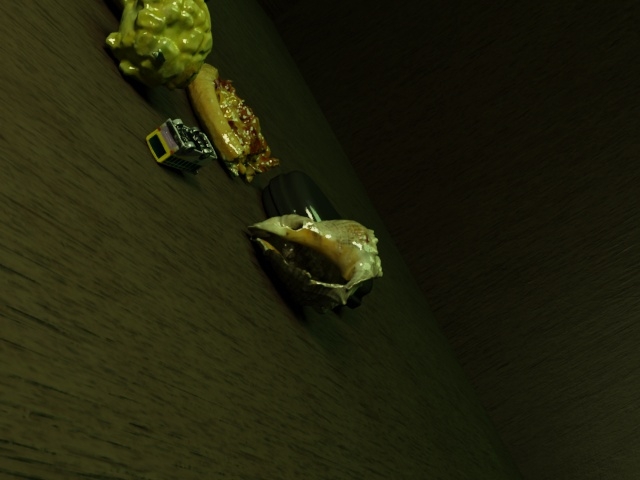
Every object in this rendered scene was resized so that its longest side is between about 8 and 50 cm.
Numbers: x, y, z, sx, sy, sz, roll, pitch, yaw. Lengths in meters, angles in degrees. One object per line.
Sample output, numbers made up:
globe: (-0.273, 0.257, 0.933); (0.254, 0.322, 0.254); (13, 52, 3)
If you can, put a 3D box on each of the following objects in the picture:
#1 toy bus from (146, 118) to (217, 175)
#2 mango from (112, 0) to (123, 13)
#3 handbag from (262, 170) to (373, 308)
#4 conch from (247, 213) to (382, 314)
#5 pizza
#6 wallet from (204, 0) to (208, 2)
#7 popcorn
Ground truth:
toy bus: (-0.195, -0.130, 1.239); (0.052, 0.058, 0.102); (61, 15, 15)
mango: (-0.318, -0.465, 1.465); (0.262, 0.130, 0.167); (51, 0, 7)
handbag: (0.001, -0.001, 1.716); (0.308, 0.093, 0.254); (51, 11, -35)
conch: (-0.007, 0.031, 1.424); (0.245, 0.163, 0.178); (23, 5, -18)
pizza: (-0.155, -0.210, 1.634); (0.229, 0.081, 0.290); (48, 12, -45)
wallet: (-0.266, -0.488, 1.558); (0.318, 0.045, 0.172); (-6, -62, 56)
popcorn: (-0.241, -0.307, 1.318); (0.142, 0.173, 0.173); (38, 2, 20)
